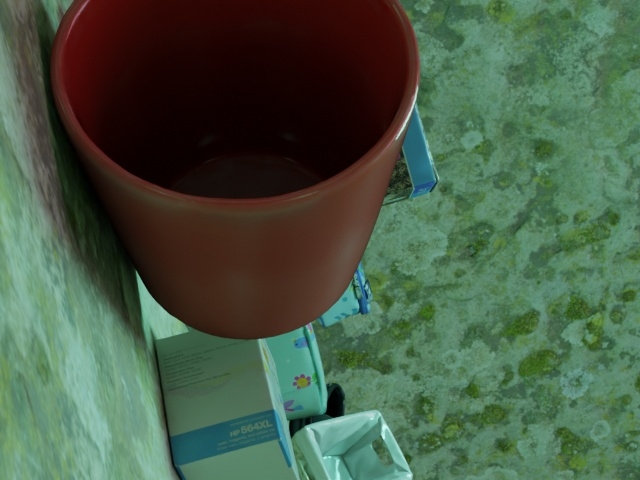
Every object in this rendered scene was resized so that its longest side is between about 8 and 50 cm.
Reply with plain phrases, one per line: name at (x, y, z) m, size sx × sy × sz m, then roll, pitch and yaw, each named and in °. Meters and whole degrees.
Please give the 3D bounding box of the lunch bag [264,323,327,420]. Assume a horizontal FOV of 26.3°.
lunch bag at (-0.070, 0.110, 1.894) m, size 0.224 × 0.108 × 0.279 m, roll -114°, pitch -171°, yaw -76°

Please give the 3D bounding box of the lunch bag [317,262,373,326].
lunch bag at (0.000, 0.000, 1.909) m, size 0.219 × 0.090 × 0.176 m, roll -110°, pitch -179°, yaw -58°

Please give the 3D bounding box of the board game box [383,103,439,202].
board game box at (-0.044, -0.129, 1.472) m, size 0.141 × 0.291 × 0.232 m, roll 62°, pitch 14°, yaw -87°

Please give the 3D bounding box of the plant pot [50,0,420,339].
plant pot at (-0.062, -0.063, 1.079) m, size 0.243 × 0.275 × 0.275 m, roll 91°, pitch -13°, yaw -55°

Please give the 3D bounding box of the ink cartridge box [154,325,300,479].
ink cartridge box at (-0.079, 0.137, 1.152) m, size 0.092 × 0.090 × 0.143 m, roll 74°, pitch 2°, yaw -54°

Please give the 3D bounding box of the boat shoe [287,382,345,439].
boat shoe at (0.008, 0.307, 2.028) m, size 0.340 × 0.113 × 0.127 m, roll -101°, pitch 175°, yaw -74°

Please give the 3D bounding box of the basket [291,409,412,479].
basket at (0.022, 0.308, 1.844) m, size 0.167 × 0.103 × 0.113 m, roll -3°, pitch 59°, yaw -50°
